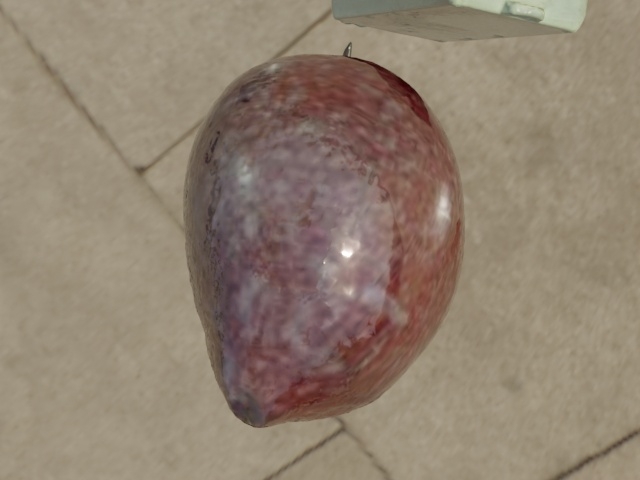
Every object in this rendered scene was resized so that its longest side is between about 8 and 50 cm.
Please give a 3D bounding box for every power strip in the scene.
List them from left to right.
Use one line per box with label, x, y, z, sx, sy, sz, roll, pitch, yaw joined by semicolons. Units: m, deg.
power strip;0.104;-0.193;1.309;0.118;0.270;0.046;9;91;-23

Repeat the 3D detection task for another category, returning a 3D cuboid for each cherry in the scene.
cherry;0.000;0.000;1.158;0.203;0.300;0.230;9;151;7
